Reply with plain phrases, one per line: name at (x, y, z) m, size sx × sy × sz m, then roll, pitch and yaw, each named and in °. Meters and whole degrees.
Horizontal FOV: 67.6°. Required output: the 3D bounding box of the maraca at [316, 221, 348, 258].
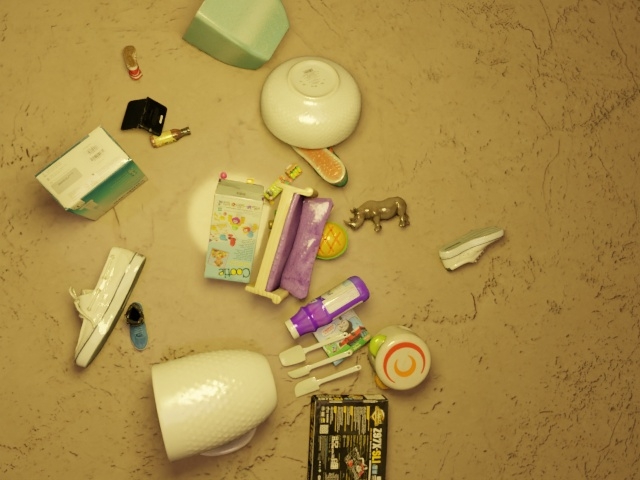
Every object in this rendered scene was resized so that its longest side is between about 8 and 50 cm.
maraca at (0.000, 0.000, 1.601) m, size 0.185 × 0.099 × 0.127 m, roll -2°, pitch 82°, yaw 7°

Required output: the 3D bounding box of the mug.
mug at (-0.307, 0.507, 1.446) m, size 0.327 × 0.276 × 0.375 m, roll -12°, pitch 119°, yaw -19°

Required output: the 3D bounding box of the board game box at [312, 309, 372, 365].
board game box at (0.052, 0.290, 1.622) m, size 0.160 × 0.039 × 0.212 m, roll -35°, pitch 93°, yaw -11°

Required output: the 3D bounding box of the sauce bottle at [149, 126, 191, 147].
sauce bottle at (-0.485, -0.338, 1.548) m, size 0.128 × 0.042 × 0.042 m, roll -20°, pitch 91°, yaw -10°

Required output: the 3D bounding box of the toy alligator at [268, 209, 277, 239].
toy alligator at (-0.143, -0.009, 1.593) m, size 0.056 × 0.051 × 0.190 m, roll 0°, pitch 87°, yaw -11°

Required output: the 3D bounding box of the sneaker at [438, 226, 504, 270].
sneaker at (0.545, 0.029, 1.720) m, size 0.258 × 0.094 × 0.091 m, roll -22°, pitch 110°, yaw -7°

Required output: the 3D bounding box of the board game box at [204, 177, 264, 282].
board game box at (-0.265, -0.030, 1.467) m, size 0.144 × 0.142 × 0.276 m, roll 9°, pitch 114°, yaw -11°

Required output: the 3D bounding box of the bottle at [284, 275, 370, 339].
bottle at (0.020, 0.218, 1.541) m, size 0.282 × 0.118 × 0.092 m, roll -30°, pitch 91°, yaw -10°

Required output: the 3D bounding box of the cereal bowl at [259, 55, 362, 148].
cereal bowl at (-0.028, -0.469, 1.539) m, size 0.338 × 0.141 × 0.339 m, roll 2°, pitch 65°, yaw -4°

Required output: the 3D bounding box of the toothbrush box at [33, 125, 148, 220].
toothbrush box at (-0.642, -0.181, 1.380) m, size 0.216 × 0.295 × 0.126 m, roll -42°, pitch 94°, yaw -10°

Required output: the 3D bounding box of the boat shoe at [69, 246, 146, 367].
boat shoe at (-0.678, 0.185, 1.435) m, size 0.156 × 0.136 × 0.367 m, roll 25°, pitch 80°, yaw -9°

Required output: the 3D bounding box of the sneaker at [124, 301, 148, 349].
sneaker at (-0.569, 0.267, 1.476) m, size 0.058 × 0.084 × 0.152 m, roll -5°, pitch 88°, yaw -12°

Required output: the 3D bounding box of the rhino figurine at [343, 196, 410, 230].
rhino figurine at (0.193, -0.088, 1.655) m, size 0.243 × 0.073 × 0.107 m, roll -10°, pitch 93°, yaw -10°

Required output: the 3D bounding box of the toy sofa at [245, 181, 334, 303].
toy sofa at (-0.090, 0.009, 1.487) m, size 0.177 × 0.150 × 0.363 m, roll 17°, pitch 94°, yaw 7°

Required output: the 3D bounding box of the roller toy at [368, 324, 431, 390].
roller toy at (0.262, 0.391, 1.605) m, size 0.191 × 0.146 × 0.210 m, roll -15°, pitch 99°, yaw -6°

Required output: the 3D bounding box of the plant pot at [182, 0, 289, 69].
plant pot at (-0.250, -0.691, 1.521) m, size 0.252 × 0.247 × 0.247 m, roll 34°, pitch 80°, yaw -24°

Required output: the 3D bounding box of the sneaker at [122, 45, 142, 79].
sneaker at (-0.606, -0.571, 1.542) m, size 0.042 × 0.067 × 0.119 m, roll -12°, pitch 59°, yaw -9°

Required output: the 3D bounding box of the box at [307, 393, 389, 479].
box at (0.090, 0.684, 1.590) m, size 0.256 × 0.079 × 0.322 m, roll 3°, pitch 86°, yaw -13°

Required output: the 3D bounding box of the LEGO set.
LEGO set at (-0.187, -0.179, 1.565) m, size 0.286 × 0.107 × 0.132 m, roll -11°, pitch 89°, yaw -12°

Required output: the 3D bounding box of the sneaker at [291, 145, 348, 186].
sneaker at (-0.014, -0.295, 1.618) m, size 0.108 × 0.121 × 0.302 m, roll -36°, pitch 74°, yaw 4°

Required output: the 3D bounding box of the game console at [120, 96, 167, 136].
game console at (-0.563, -0.391, 1.530) m, size 0.107 × 0.071 × 0.122 m, roll 25°, pitch 56°, yaw -37°

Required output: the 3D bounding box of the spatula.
spatula at (0.001, 0.406, 1.587) m, size 0.241 × 0.019 × 0.168 m, roll -21°, pitch 93°, yaw 2°
